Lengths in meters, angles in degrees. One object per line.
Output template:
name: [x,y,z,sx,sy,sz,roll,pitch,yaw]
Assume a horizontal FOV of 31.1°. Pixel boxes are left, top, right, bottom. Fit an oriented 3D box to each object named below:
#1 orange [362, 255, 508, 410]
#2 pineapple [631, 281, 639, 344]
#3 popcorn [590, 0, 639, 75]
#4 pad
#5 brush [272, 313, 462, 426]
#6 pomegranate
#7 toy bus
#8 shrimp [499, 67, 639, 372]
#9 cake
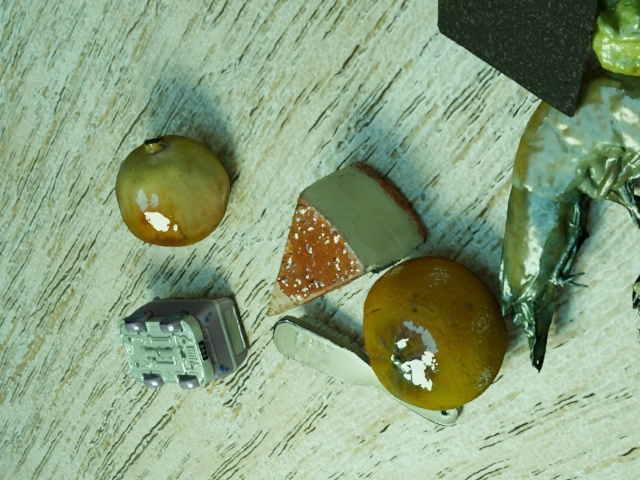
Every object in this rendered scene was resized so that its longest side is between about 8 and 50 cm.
orange: [0.155,0.134,1.638,0.224,0.170,0.224,17,121,31]
pineapple: [0.436,0.085,1.382,0.136,0.161,0.176,35,153,25]
popcorn: [0.356,-0.273,1.268,0.197,0.155,0.198,34,139,35]
pad: [0.217,-0.289,1.292,0.220,0.004,0.330,38,160,22]
brush: [0.077,0.199,1.826,0.327,0.065,0.070,25,120,17]
pomegranate: [-0.239,-0.082,1.859,0.191,0.191,0.191,19,123,32]
toy bus: [-0.243,0.176,2.018,0.202,0.142,0.142,-3,109,41]
shrimp: [0.355,-0.002,1.469,0.272,0.085,0.445,26,123,21]
cake: [0.000,0.000,1.711,0.262,0.158,0.160,-28,90,46]
